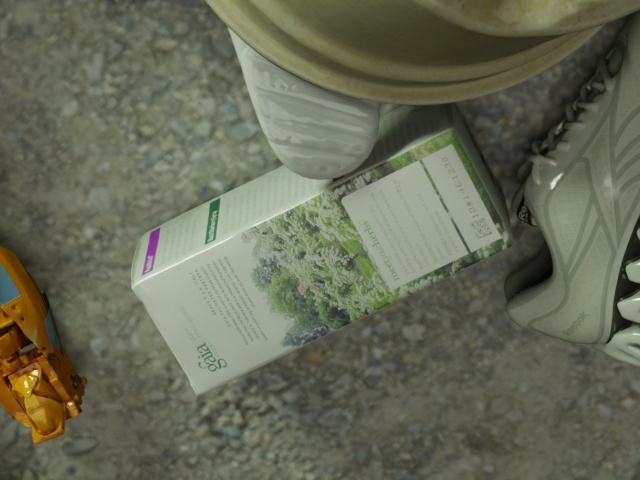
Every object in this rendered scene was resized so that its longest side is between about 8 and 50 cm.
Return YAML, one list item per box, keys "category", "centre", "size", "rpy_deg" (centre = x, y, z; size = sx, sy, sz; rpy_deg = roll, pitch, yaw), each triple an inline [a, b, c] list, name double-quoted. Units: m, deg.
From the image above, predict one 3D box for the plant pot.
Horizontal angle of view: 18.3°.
- category: "plant pot"
  centre: [0.083, -0.226, 1.049]
  size: [0.334, 0.305, 0.334]
  rpy_deg: [-1, 99, -9]

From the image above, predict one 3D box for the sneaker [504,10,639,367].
- category: "sneaker"
  centre: [0.190, -0.056, 1.287]
  size: [0.118, 0.110, 0.292]
  rpy_deg: [10, 113, 4]

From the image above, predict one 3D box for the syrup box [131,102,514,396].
- category: "syrup box"
  centre: [0.000, 0.000, 1.307]
  size: [0.237, 0.096, 0.093]
  rpy_deg: [-26, 110, 10]

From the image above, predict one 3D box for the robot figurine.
- category: "robot figurine"
  centre: [-0.289, 0.024, 1.318]
  size: [0.211, 0.085, 0.291]
  rpy_deg: [-27, 112, 9]

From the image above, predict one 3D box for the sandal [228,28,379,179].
- category: "sandal"
  centre: [-0.029, -0.169, 1.236]
  size: [0.102, 0.076, 0.265]
  rpy_deg: [-12, 100, -7]
